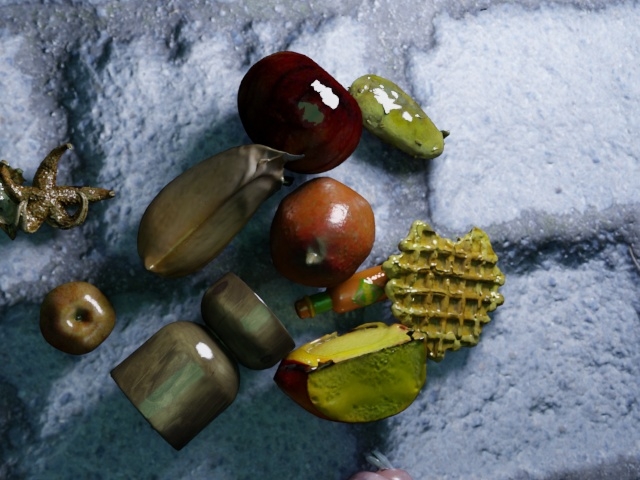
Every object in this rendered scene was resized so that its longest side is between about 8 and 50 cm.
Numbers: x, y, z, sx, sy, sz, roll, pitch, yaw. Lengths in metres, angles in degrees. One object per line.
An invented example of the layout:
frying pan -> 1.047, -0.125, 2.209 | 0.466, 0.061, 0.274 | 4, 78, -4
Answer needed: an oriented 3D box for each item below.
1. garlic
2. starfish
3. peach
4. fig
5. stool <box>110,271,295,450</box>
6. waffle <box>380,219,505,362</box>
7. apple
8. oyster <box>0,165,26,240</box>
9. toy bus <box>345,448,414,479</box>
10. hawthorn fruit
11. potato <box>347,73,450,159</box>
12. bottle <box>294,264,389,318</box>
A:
garlic -> -0.159, -0.062, 1.332 | 0.339, 0.196, 0.151 | -35, 114, 9
starfish -> -0.454, -0.089, 1.337 | 0.190, 0.074, 0.146 | -8, 81, -34
peach -> 0.052, 0.246, 1.388 | 0.268, 0.159, 0.153 | -16, 100, -13
fig -> -0.039, -0.217, 1.375 | 0.215, 0.235, 0.234 | -25, 91, 0
stool -> -0.199, 0.202, 1.323 | 0.264, 0.179, 0.179 | -40, 95, -13
waffle -> 0.239, 0.080, 1.470 | 0.291, 0.051, 0.290 | 0, 90, -30
apple -> -0.415, 0.131, 1.318 | 0.126, 0.102, 0.125 | 1, 84, -13
oyster -> -0.550, -0.071, 1.339 | 0.086, 0.029, 0.132 | 13, 72, -24
toy bus -> 0.133, 0.533, 1.373 | 0.294, 0.197, 0.231 | 35, 68, -6
hawthorn fruit -> 0.000, 0.000, 1.349 | 0.200, 0.251, 0.199 | 1, 108, 4
potato -> 0.145, -0.231, 1.484 | 0.226, 0.090, 0.117 | 33, 58, -13
bottle -> 0.043, 0.102, 1.445 | 0.187, 0.069, 0.069 | -18, 89, -13
